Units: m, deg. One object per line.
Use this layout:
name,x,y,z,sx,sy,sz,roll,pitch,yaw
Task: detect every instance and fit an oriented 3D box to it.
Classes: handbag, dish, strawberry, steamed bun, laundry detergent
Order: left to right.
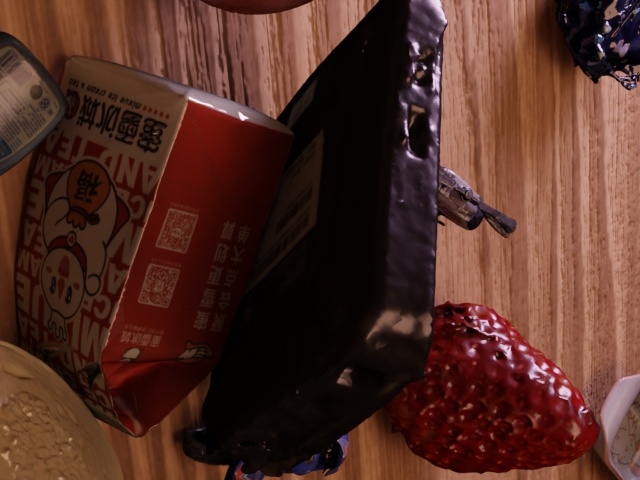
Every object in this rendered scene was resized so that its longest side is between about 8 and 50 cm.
laundry detergent,-0.295,-0.068,1.019,0.206,0.061,0.096,-49,135,-23
steamed bun,-0.290,0.175,1.013,0.250,0.200,0.154,43,28,-46
handbag,-0.161,0.009,1.114,0.151,0.171,0.298,12,98,-51
strawberry,0.206,0.180,1.489,0.205,0.244,0.205,-17,113,-44
handbag,0.376,-0.319,1.602,0.260,0.113,0.162,-60,143,-15
dish,0.452,0.280,1.910,0.154,0.064,0.234,-57,136,-16

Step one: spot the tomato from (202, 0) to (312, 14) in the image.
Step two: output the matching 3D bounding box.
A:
tomato,-0.055,-0.297,1.102,0.208,0.184,0.208,-19,115,-49

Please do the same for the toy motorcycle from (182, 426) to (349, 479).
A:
toy motorcycle,-0.042,0.208,1.335,0.205,0.114,0.076,-3,105,-46

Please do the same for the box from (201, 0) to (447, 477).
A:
box,0.000,0.000,1.108,0.091,0.359,0.350,16,59,-20

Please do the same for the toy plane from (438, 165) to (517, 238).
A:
toy plane,0.133,-0.066,1.459,0.197,0.078,0.053,40,76,-30
